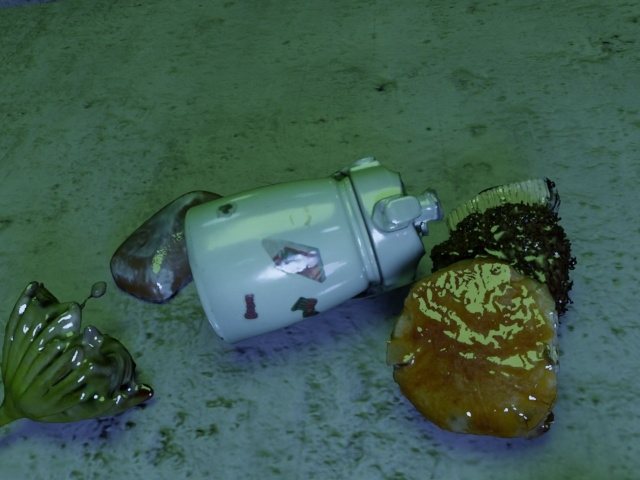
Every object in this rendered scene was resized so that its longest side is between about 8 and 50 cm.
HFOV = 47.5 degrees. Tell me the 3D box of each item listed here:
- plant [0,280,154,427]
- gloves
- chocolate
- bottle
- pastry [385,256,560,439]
[{"bbox_3d":[-0.396,0.225,1.000,0.333,0.180,0.251,-51,52,1],"label":"plant"},{"bbox_3d":[0.257,0.028,1.042,0.210,0.135,0.312,1,41,4],"label":"gloves"},{"bbox_3d":[-0.250,-0.010,1.255,0.157,0.080,0.254,19,45,33],"label":"chocolate"},{"bbox_3d":[0.000,0.000,1.055,0.352,0.229,0.229,-18,37,1],"label":"bottle"},{"bbox_3d":[0.198,0.136,0.883,0.218,0.100,0.229,-36,64,5],"label":"pastry"}]
